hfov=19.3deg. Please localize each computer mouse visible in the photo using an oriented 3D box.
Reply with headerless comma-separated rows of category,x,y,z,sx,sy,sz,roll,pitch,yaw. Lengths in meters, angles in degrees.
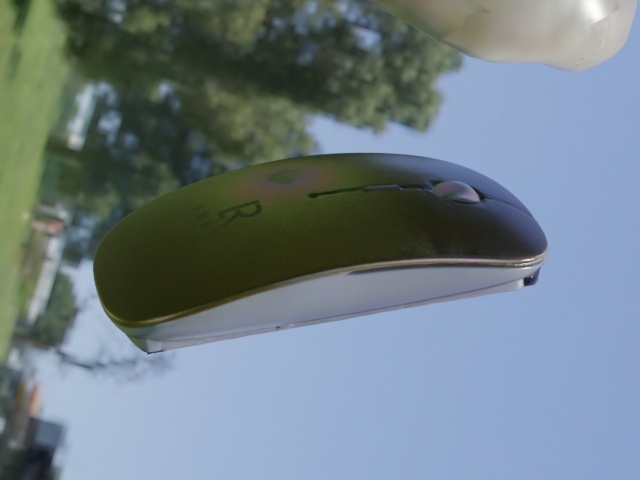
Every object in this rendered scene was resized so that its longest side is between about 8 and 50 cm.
computer mouse,0.000,0.000,1.287,0.158,0.310,0.072,-117,-159,-57

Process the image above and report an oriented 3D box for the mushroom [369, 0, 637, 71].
mushroom,0.135,-0.194,0.322,0.315,0.315,0.356,-169,-83,-77
